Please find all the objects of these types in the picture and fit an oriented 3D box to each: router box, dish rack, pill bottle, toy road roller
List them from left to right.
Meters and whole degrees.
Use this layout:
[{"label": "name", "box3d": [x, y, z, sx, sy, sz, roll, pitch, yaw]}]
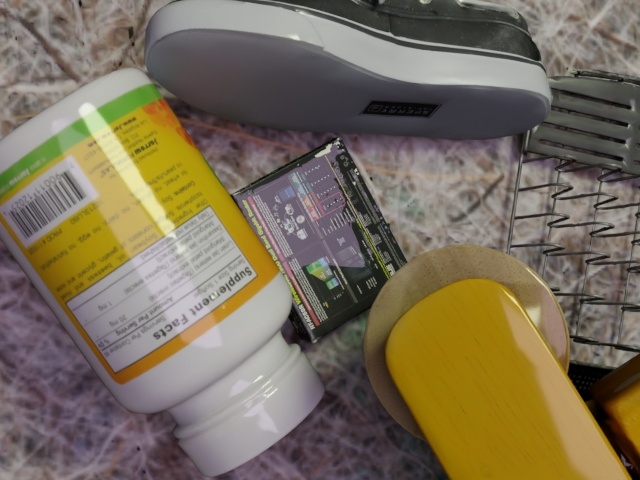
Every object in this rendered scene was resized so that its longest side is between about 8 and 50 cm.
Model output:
[{"label": "pill bottle", "box3d": [-0.105, 0.025, 0.675, 0.136, 0.136, 0.246, -35, 96, -14]}, {"label": "router box", "box3d": [0.000, 0.000, 0.754, 0.092, 0.038, 0.122, -29, 94, -15]}, {"label": "dish rack", "box3d": [0.239, 0.005, 0.797, 0.208, 0.074, 0.271, 11, 84, -14]}, {"label": "toy road roller", "box3d": [0.202, 0.117, 0.610, 0.240, 0.202, 0.329, -35, 81, 6]}]

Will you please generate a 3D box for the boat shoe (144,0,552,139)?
[{"label": "boat shoe", "box3d": [0.025, -0.144, 0.723, 0.306, 0.113, 0.105, 1, 68, -22]}]
